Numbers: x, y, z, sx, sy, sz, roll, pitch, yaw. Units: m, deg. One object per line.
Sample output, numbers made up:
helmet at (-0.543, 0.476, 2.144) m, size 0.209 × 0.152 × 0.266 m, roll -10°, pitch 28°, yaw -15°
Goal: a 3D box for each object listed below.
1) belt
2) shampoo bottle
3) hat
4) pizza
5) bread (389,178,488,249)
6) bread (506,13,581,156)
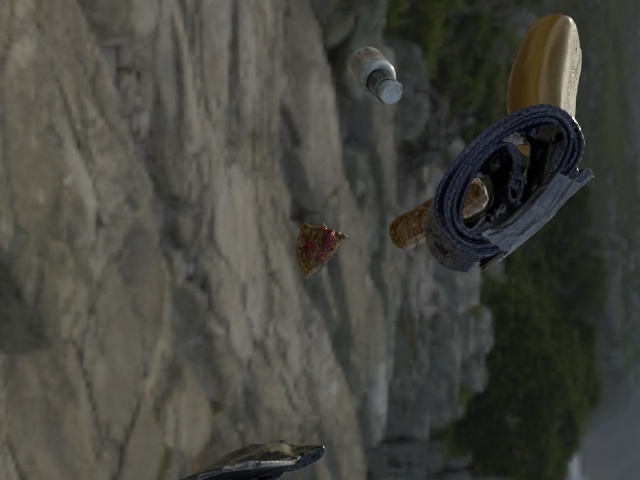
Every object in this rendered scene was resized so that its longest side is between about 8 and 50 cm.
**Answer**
belt at (0.228, -0.061, 1.594) m, size 0.230 × 0.139 × 0.126 m, roll -46°, pitch 174°, yaw -15°
shampoo bottle at (0.104, -0.295, 2.330) m, size 0.192 × 0.074 × 0.074 m, roll -117°, pitch -162°, yaw -60°
hat at (-0.185, 0.409, 1.898) m, size 0.382 × 0.257 × 0.366 m, roll 36°, pitch 83°, yaw -47°
pizza at (-0.013, 0.001, 2.131) m, size 0.029 × 0.100 × 0.099 m, roll 43°, pitch 5°, yaw -47°
bread at (0.164, -0.037, 1.771) m, size 0.052 × 0.157 × 0.044 m, roll 53°, pitch 24°, yaw -14°
bread at (0.329, -0.227, 1.892) m, size 0.147 × 0.098 × 0.217 m, roll 65°, pitch 32°, yaw -57°
